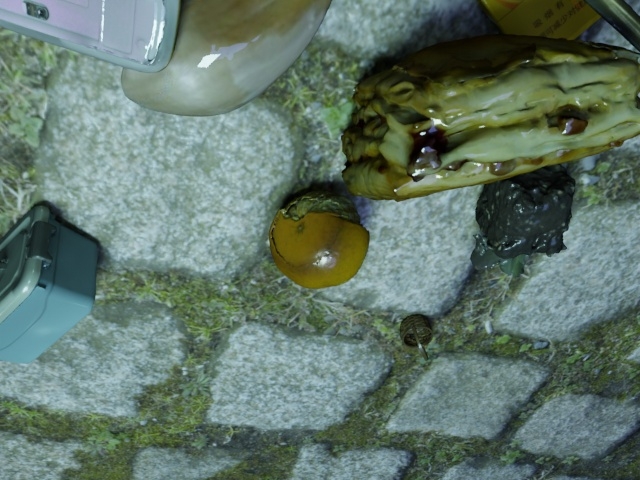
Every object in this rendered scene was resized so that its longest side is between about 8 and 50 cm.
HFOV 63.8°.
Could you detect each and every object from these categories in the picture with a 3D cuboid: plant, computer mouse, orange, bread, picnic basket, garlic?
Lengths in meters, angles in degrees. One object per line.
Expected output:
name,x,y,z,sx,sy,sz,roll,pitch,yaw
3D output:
plant,0.311,-0.032,0.805,0.142,0.131,0.203,-13,143,-1
computer mouse,-0.257,-0.260,0.539,0.245,0.056,0.126,18,116,5
orange,0.000,0.000,0.776,0.156,0.157,0.134,-25,150,12
bread,0.158,-0.148,0.606,0.277,0.324,0.167,-14,96,-6
picnic basket,0.191,0.194,1.006,0.071,0.083,0.072,-5,131,-6
garlic,-0.090,-0.241,0.596,0.318,0.112,0.143,-40,123,9

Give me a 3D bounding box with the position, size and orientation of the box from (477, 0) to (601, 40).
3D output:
box,0.240,-0.340,0.593,0.152,0.043,0.269,-41,125,19

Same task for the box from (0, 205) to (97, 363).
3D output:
box,-0.437,0.073,0.757,0.227,0.162,0.130,-37,136,21

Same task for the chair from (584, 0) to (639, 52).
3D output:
chair,0.368,-0.318,0.387,0.409,0.365,0.362,15,101,-12
